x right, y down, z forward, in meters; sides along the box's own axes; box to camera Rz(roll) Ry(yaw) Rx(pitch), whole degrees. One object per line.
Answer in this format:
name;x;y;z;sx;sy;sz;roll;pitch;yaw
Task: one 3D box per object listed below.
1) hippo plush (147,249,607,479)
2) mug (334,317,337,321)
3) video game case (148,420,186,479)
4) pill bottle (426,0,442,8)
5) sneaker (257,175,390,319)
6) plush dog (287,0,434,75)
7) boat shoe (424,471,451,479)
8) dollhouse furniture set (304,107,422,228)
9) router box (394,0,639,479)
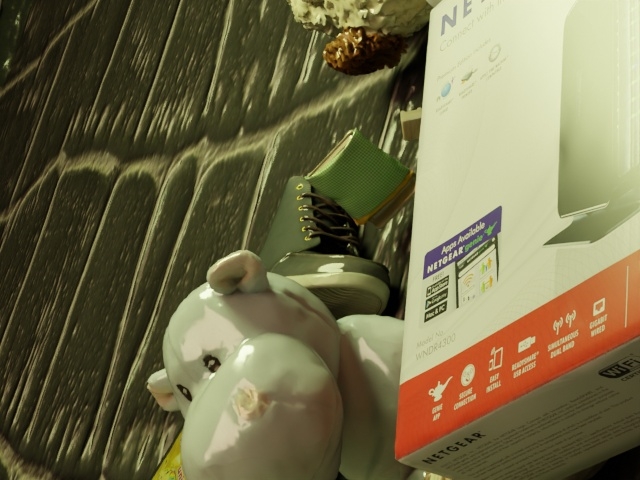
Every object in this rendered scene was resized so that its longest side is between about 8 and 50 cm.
hippo plush;0.030;0.080;0.991;0.234;0.237;0.294;-51;29;34
mug;-0.035;0.153;1.270;0.113;0.150;0.169;-10;59;20
video game case;-0.142;0.327;1.400;0.248;0.035;0.275;-59;25;22
pill bottle;0.155;-0.231;1.127;0.221;0.124;0.124;-15;57;61
sneaker;0.000;0.000;1.312;0.222;0.083;0.118;-5;65;65
plush dog;0.039;-0.270;1.362;0.225;0.211;0.262;49;117;37
boat shoe;0.116;0.200;0.859;0.072;0.068;0.190;-19;93;39
dollhouse furniture set;0.064;-0.063;1.223;0.151;0.076;0.058;-45;28;21
router box;0.168;-0.064;0.783;0.335;0.082;0.301;-38;38;50
